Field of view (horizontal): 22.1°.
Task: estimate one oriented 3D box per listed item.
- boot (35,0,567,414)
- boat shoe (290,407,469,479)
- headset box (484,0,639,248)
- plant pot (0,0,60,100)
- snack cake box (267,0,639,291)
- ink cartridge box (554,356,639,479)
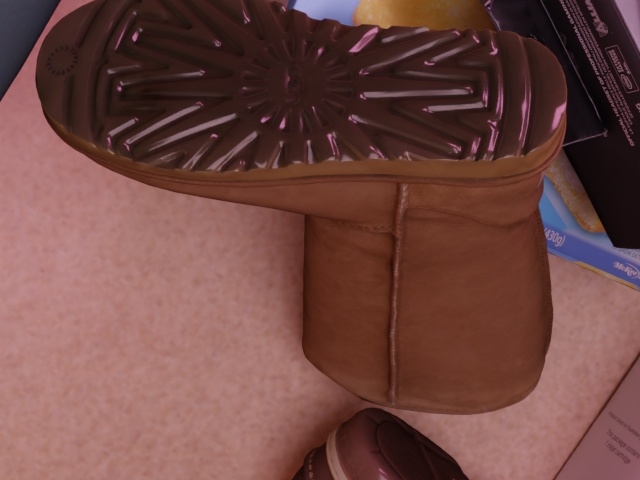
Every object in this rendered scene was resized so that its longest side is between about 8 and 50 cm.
[{"bbox_3d":[0.000,0.000,0.783,0.236,0.269,0.089,9,63,7],"label":"boot"},{"bbox_3d":[0.080,0.195,0.921,0.257,0.095,0.095,42,113,-19],"label":"boat shoe"},{"bbox_3d":[0.205,-0.144,0.778,0.293,0.110,0.218,-31,99,-18],"label":"headset box"},{"bbox_3d":[-0.258,-0.109,0.676,0.293,0.293,0.235,22,108,-17],"label":"plant pot"},{"bbox_3d":[0.097,-0.087,0.860,0.264,0.089,0.152,22,96,-17],"label":"snack cake box"},{"bbox_3d":[0.273,0.104,0.933,0.172,0.100,0.237,33,92,-17],"label":"ink cartridge box"}]
